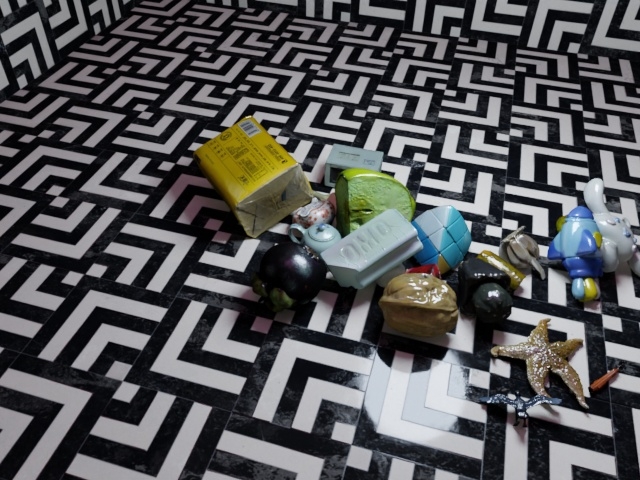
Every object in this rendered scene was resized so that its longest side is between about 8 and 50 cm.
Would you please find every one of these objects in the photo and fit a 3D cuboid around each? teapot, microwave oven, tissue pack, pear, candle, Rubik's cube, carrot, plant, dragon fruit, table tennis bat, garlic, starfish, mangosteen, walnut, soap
[{"bbox_3d":[-0.023,-0.093,2.087,0.159,0.116,0.245,-33,18,11],"label":"teapot"},{"bbox_3d":[0.133,-0.283,2.292,0.208,0.122,0.162,12,44,10],"label":"microwave oven"},{"bbox_3d":[-0.249,-0.242,2.128,0.293,0.228,0.382,-34,50,-9],"label":"tissue pack"},{"bbox_3d":[0.196,-0.133,2.044,0.281,0.287,0.176,-8,25,-10],"label":"pear"},{"bbox_3d":[0.830,0.394,1.661,0.167,0.021,0.026,-24,75,-27],"label":"candle"},{"bbox_3d":[0.408,-0.001,1.928,0.254,0.254,0.254,1,43,-1],"label":"Rubik's cube"},{"bbox_3d":[0.599,0.101,1.929,0.082,0.082,0.173,-31,59,-31],"label":"carrot"},{"bbox_3d":[0.509,0.157,1.809,0.141,0.164,0.256,0,28,-7],"label":"plant"},{"bbox_3d":[0.335,0.140,1.873,0.147,0.096,0.102,-18,29,45],"label":"dragon fruit"},{"bbox_3d":[0.000,0.000,1.966,0.232,0.159,0.159,14,44,12],"label":"teapot"},{"bbox_3d":[0.048,-0.150,2.225,0.246,0.022,0.138,23,46,18],"label":"table tennis bat"},{"bbox_3d":[0.915,-0.042,2.073,0.107,0.107,0.131,-15,55,-17],"label":"pear"},{"bbox_3d":[0.705,0.050,1.975,0.194,0.127,0.131,45,73,5],"label":"garlic"},{"bbox_3d":[0.672,0.339,1.688,0.299,0.060,0.302,26,47,27],"label":"starfish"},{"bbox_3d":[-0.103,0.115,1.806,0.242,0.243,0.243,1,43,-1],"label":"mangosteen"},{"bbox_3d":[0.296,0.194,1.736,0.244,0.198,0.198,4,43,1],"label":"walnut"},{"bbox_3d":[0.161,0.032,1.839,0.289,0.095,0.173,-33,38,-2],"label":"soap"}]

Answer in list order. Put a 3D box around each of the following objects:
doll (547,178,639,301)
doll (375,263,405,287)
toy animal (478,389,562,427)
[{"bbox_3d":[0.921,0.013,1.916,0.365,0.187,0.376,-27,63,-22],"label":"doll"},{"bbox_3d":[0.216,0.072,1.923,0.106,0.110,0.181,24,33,-19],"label":"doll"},{"bbox_3d":[0.541,0.450,1.560,0.220,0.062,0.108,0,41,15],"label":"toy animal"}]
